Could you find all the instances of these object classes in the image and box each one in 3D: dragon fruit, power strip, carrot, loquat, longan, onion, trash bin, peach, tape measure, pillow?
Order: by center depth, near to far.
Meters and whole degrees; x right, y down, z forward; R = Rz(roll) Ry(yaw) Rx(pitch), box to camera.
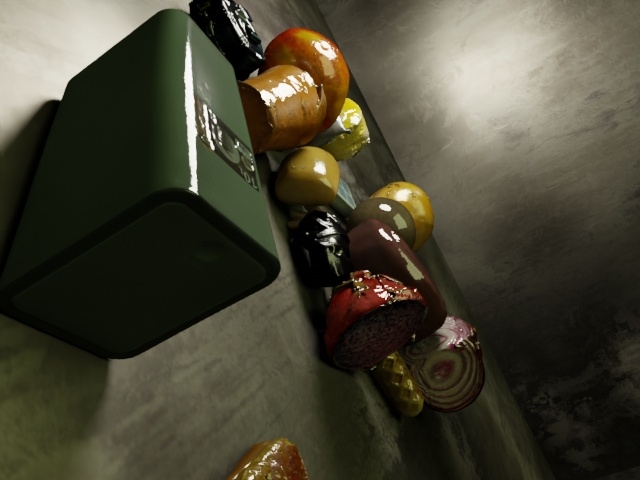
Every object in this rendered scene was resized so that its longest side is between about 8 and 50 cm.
[{"bbox_3d":[-0.191,-0.084,0.595,0.158,0.223,0.343,43,26,-46],"label":"trash bin"},{"bbox_3d":[0.089,0.140,1.092,0.224,0.218,0.148,38,15,-52],"label":"dragon fruit"},{"bbox_3d":[-0.107,-0.254,1.128,0.196,0.196,0.254,59,25,-13],"label":"carrot"},{"bbox_3d":[-0.203,-0.473,1.274,0.186,0.112,0.199,66,20,4],"label":"tape measure"},{"bbox_3d":[-0.043,-0.408,1.406,0.281,0.238,0.281,60,12,-21],"label":"peach"},{"bbox_3d":[0.314,0.326,1.434,0.206,0.216,0.207,-110,180,-76],"label":"onion"},{"bbox_3d":[0.177,-0.021,1.551,0.198,0.198,0.212,-56,125,-69],"label":"longan"},{"bbox_3d":[0.022,-0.163,1.553,0.270,0.046,0.118,38,31,-51],"label":"power strip"},{"bbox_3d":[-0.015,-0.377,1.555,0.059,0.169,0.255,39,32,-62],"label":"pillow"},{"bbox_3d":[0.246,-0.068,1.737,0.235,0.235,0.235,52,21,-30],"label":"loquat"}]

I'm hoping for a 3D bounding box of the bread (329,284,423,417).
[{"bbox_3d":[0.131,0.249,1.229,0.077,0.084,0.368,-37,104,-31],"label":"bread"}]

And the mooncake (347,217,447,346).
[{"bbox_3d":[0.182,0.102,1.375,0.326,0.174,0.334,54,8,4],"label":"mooncake"}]

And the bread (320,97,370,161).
[{"bbox_3d":[0.050,-0.332,1.651,0.170,0.197,0.197,51,20,-51],"label":"bread"}]

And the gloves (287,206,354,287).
[{"bbox_3d":[0.000,0.000,1.181,0.164,0.124,0.203,65,12,-73],"label":"gloves"}]

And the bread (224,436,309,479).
[{"bbox_3d":[-0.071,0.325,0.584,0.139,0.077,0.271,67,16,2],"label":"bread"}]

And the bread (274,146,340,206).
[{"bbox_3d":[-0.027,-0.155,1.246,0.217,0.147,0.098,-90,-175,-61],"label":"bread"}]
